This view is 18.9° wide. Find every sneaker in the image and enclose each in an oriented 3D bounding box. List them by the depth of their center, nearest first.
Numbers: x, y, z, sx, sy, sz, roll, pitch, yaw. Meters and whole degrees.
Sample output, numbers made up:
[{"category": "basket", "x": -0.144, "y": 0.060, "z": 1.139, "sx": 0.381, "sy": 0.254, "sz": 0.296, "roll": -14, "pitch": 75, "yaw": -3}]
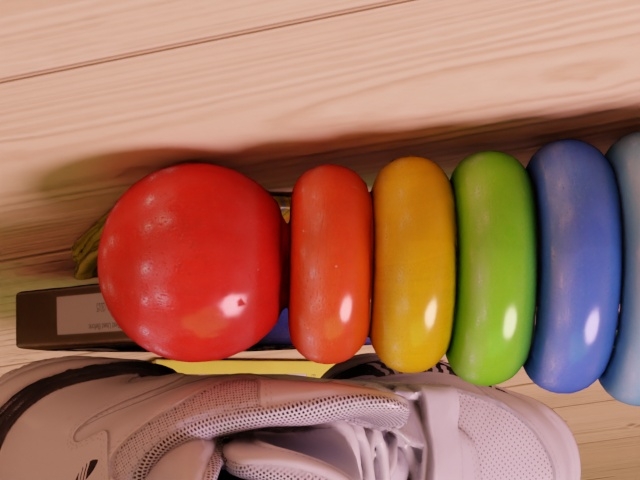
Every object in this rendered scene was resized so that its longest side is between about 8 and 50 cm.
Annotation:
[{"category": "sneaker", "x": 0.018, "y": 0.132, "z": 0.967, "sx": 0.366, "sy": 0.137, "sz": 0.210, "roll": 5, "pitch": -179, "yaw": -30}]

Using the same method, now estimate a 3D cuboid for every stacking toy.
[{"category": "stacking toy", "x": 0.066, "y": 0.007, "z": 0.859, "sx": 0.330, "sy": 0.141, "sz": 0.141, "roll": 3, "pitch": 165, "yaw": -2}]

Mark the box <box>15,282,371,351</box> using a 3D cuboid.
[{"category": "box", "x": -0.033, "y": 0.041, "z": 1.037, "sx": 0.225, "sy": 0.036, "sz": 0.136, "roll": 0, "pitch": 176, "yaw": -35}]

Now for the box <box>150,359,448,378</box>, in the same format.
[{"category": "box", "x": -0.025, "y": 0.120, "z": 1.362, "sx": 0.232, "sy": 0.058, "sz": 0.087, "roll": 2, "pitch": 164, "yaw": -27}]

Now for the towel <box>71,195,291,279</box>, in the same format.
[{"category": "towel", "x": 0.000, "y": 0.000, "z": 0.977, "sx": 0.237, "sy": 0.021, "sz": 0.102, "roll": 1, "pitch": 165, "yaw": -24}]
